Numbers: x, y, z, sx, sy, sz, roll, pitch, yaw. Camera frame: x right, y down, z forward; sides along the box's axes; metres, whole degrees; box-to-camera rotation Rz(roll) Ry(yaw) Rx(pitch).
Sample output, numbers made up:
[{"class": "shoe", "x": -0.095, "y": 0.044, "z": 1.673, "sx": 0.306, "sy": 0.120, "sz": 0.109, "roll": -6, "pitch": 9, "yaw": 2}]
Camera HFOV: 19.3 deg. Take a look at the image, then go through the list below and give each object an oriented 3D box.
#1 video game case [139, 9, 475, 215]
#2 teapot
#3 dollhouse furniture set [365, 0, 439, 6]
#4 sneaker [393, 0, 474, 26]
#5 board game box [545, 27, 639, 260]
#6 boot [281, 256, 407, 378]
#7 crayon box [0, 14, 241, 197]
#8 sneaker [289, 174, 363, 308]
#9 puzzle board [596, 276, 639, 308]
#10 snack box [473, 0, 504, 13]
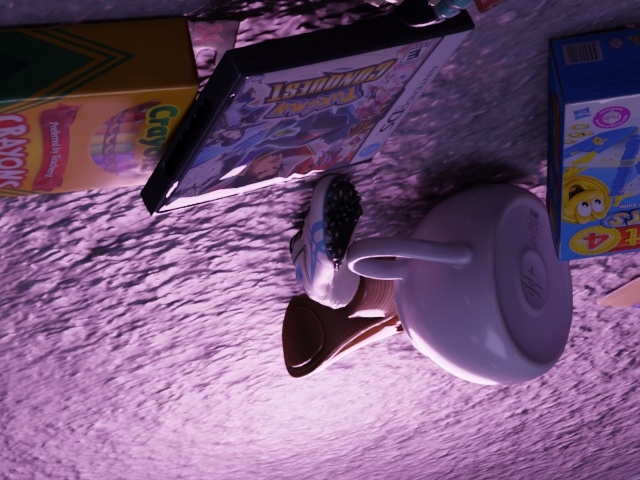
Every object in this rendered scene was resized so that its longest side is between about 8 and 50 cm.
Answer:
[{"class": "video game case", "x": -0.014, "y": -0.125, "z": 1.818, "sx": 0.275, "sy": 0.035, "sz": 0.248, "roll": -16, "pitch": 159, "yaw": -33}, {"class": "teapot", "x": 0.166, "y": 0.055, "z": 2.204, "sx": 0.187, "sy": 0.256, "sz": 0.252, "roll": -8, "pitch": -157, "yaw": 32}, {"class": "dollhouse furniture set", "x": 0.068, "y": -0.276, "z": 1.517, "sx": 0.151, "sy": 0.144, "sz": 0.123, "roll": 20, "pitch": 139, "yaw": -27}, {"class": "sneaker", "x": 0.158, "y": -0.255, "z": 1.657, "sx": 0.098, "sy": 0.083, "sz": 0.223, "roll": -1, "pitch": 156, "yaw": -38}, {"class": "board game box", "x": 0.399, "y": -0.110, "z": 2.006, "sx": 0.308, "sy": 0.086, "sz": 0.302, "roll": -8, "pitch": 147, "yaw": 1}, {"class": "boot", "x": 0.087, "y": 0.092, "z": 2.423, "sx": 0.220, "sy": 0.109, "sz": 0.283, "roll": -2, "pitch": 148, "yaw": -31}, {"class": "crayon box", "x": -0.235, "y": -0.123, "z": 1.778, "sx": 0.318, "sy": 0.081, "sz": 0.202, "roll": -6, "pitch": 156, "yaw": -13}, {"class": "sneaker", "x": 0.000, "y": 0.000, "z": 2.181, "sx": 0.086, "sy": 0.085, "sz": 0.237, "roll": 23, "pitch": 151, "yaw": 14}, {"class": "puzzle board", "x": 0.461, "y": 0.064, "z": 2.617, "sx": 0.096, "sy": 0.011, "sz": 0.128, "roll": 7, "pitch": 152, "yaw": -39}, {"class": "snack box", "x": 0.217, "y": -0.263, "z": 1.701, "sx": 0.178, "sy": 0.022, "sz": 0.064, "roll": -31, "pitch": -179, "yaw": 38}]
